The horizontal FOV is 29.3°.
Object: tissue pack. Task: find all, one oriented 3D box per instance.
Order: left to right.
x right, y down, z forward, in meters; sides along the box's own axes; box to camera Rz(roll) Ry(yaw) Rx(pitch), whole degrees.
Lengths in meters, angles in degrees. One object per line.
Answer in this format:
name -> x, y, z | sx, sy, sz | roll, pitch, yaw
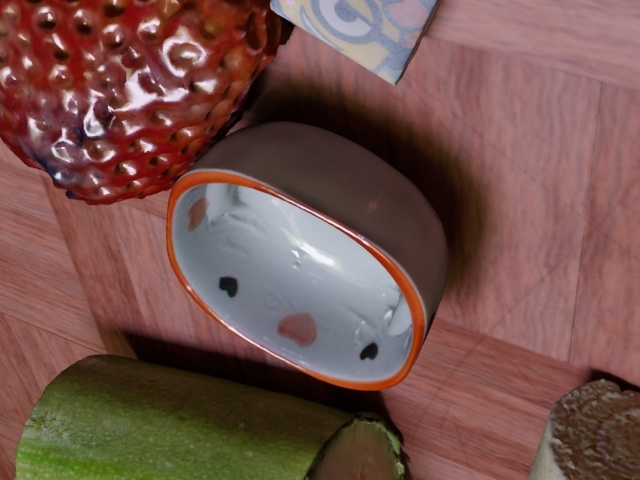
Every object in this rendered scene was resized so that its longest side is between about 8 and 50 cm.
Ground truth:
tissue pack -> 0.035, -0.184, 0.801 | 0.108, 0.060, 0.148 | 31, 148, 2

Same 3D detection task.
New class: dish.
dish -> 0.000, 0.000, 1.015 | 0.256, 0.117, 0.256 | 22, 146, 16

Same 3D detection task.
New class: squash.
squash -> -0.115, 0.284, 1.353 | 0.384, 0.263, 0.263 | 7, 139, 34

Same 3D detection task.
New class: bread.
bread -> 0.255, 0.216, 1.061 | 0.148, 0.134, 0.141 | 34, 149, 24

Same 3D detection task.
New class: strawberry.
strawberry -> -0.165, -0.119, 0.979 | 0.280, 0.150, 0.253 | 17, 144, 26
